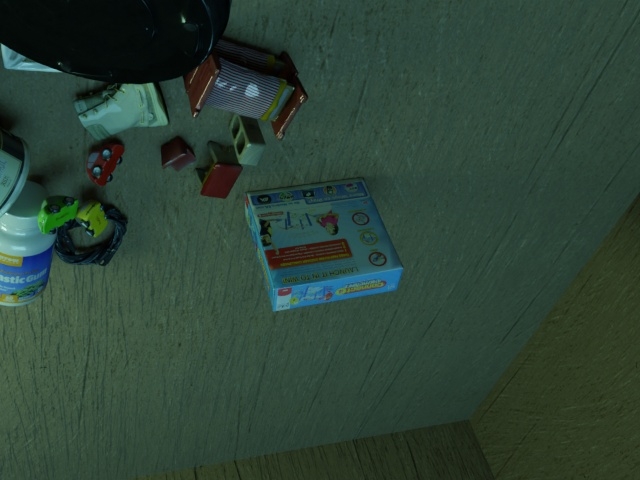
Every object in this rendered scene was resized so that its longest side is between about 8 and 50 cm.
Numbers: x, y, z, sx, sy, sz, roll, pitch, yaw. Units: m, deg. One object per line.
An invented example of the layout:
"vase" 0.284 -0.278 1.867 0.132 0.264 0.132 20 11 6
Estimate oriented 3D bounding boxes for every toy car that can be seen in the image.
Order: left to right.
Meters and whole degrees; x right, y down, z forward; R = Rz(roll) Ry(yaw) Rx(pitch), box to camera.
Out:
"toy car" -0.506 -0.083 1.473 0.225 0.053 0.239 -45 161 -57

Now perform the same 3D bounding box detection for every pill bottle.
"pill bottle" -0.650 0.004 1.538 0.152 0.152 0.272 2 138 -27

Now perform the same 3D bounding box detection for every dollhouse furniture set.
"dollhouse furniture set" -0.206 -0.222 1.459 0.201 0.152 0.374 8 135 -31

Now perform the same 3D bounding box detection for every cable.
"cable" -0.533 -0.016 1.662 0.150 0.047 0.184 21 123 -31

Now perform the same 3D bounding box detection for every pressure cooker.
"pressure cooker" -0.266 -0.465 0.943 0.375 0.421 0.370 7 161 0

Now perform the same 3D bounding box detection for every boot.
"boot" -0.392 -0.283 1.365 0.165 0.077 0.213 -15 145 -4

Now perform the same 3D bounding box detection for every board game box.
"board game box" 0.000 0.000 1.703 0.308 0.302 0.086 -8 141 -15

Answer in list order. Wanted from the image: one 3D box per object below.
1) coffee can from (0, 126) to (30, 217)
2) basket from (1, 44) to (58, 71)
"coffee can" -0.692 -0.161 1.264 0.201 0.202 0.275 -32 144 16
"basket" -0.471 -0.378 1.188 0.113 0.103 0.167 -2 138 -22
